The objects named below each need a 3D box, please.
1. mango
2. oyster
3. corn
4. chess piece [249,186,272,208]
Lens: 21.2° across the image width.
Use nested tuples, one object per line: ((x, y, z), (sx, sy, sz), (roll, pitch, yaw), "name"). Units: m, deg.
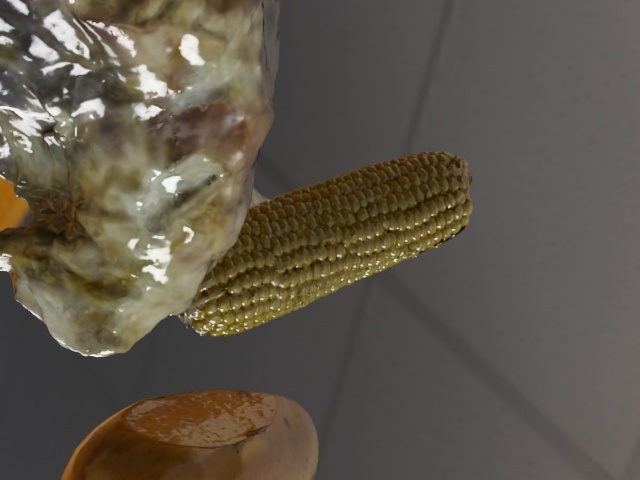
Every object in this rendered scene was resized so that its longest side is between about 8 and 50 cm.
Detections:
((-0.110, 0.227, 1.537), (0.160, 0.290, 0.191), (29, -61, 33), "mango")
((-0.083, -0.115, 0.631), (0.275, 0.271, 0.100), (-54, -141, -3), "oyster")
((0.000, 0.000, 1.468), (0.106, 0.293, 0.106), (57, -21, 36), "corn")
((-0.181, -0.055, 1.947), (0.167, 0.300, 0.167), (-25, -136, 26), "chess piece")
